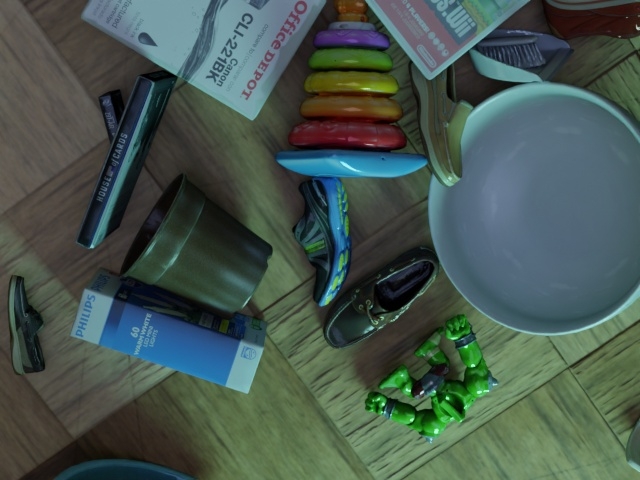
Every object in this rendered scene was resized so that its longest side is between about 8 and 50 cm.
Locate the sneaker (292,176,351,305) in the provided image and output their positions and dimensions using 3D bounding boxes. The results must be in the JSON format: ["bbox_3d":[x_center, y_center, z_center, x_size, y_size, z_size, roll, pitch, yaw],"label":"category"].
[{"bbox_3d":[0.000,0.000,1.897,0.078,0.067,0.188,2,104,21],"label":"sneaker"}]

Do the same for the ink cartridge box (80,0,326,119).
[{"bbox_3d":[-0.155,-0.317,1.787,0.272,0.114,0.197,30,100,-13],"label":"ink cartridge box"}]

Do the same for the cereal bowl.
[{"bbox_3d":[0.325,-0.044,1.813,0.339,0.141,0.339,1,92,29],"label":"cereal bowl"}]

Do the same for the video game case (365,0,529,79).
[{"bbox_3d":[0.192,-0.377,1.736,0.285,0.025,0.204,-39,103,5],"label":"video game case"}]

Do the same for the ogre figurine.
[{"bbox_3d":[0.167,0.211,1.917,0.197,0.097,0.118,-43,87,-4],"label":"ogre figurine"}]

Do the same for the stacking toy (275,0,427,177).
[{"bbox_3d":[0.041,-0.237,1.797,0.175,0.165,0.302,0,93,-32],"label":"stacking toy"}]

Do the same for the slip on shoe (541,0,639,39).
[{"bbox_3d":[0.463,-0.332,1.811,0.331,0.123,0.101,-5,138,-2],"label":"slip on shoe"}]

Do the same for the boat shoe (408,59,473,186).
[{"bbox_3d":[0.171,-0.169,1.786,0.072,0.068,0.190,-17,75,20],"label":"boat shoe"}]

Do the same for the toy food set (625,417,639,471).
[{"bbox_3d":[0.615,0.249,1.927,0.219,0.092,0.306,30,99,-6],"label":"toy food set"}]

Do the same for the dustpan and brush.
[{"bbox_3d":[0.228,-0.267,1.823,0.211,0.147,0.060,3,117,26],"label":"dustpan and brush"}]

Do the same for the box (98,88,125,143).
[{"bbox_3d":[-0.286,-0.173,1.843,0.018,0.083,0.067,-13,101,3],"label":"box"}]

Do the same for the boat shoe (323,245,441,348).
[{"bbox_3d":[0.085,0.084,1.903,0.207,0.073,0.073,-43,99,9],"label":"boat shoe"}]

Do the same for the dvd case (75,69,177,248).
[{"bbox_3d":[-0.263,-0.115,1.806,0.029,0.179,0.239,23,100,-1],"label":"dvd case"}]

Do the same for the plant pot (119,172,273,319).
[{"bbox_3d":[-0.167,0.020,1.850,0.165,0.167,0.167,33,99,-14],"label":"plant pot"}]

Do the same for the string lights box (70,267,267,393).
[{"bbox_3d":[-0.211,0.126,1.877,0.259,0.133,0.077,19,101,-4],"label":"string lights box"}]

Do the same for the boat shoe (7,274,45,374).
[{"bbox_3d":[-0.425,0.121,1.920,0.049,0.056,0.152,-2,111,-5],"label":"boat shoe"}]

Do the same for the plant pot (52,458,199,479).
[{"bbox_3d":[-0.278,0.547,1.878,0.341,0.341,0.334,21,108,-4],"label":"plant pot"}]
